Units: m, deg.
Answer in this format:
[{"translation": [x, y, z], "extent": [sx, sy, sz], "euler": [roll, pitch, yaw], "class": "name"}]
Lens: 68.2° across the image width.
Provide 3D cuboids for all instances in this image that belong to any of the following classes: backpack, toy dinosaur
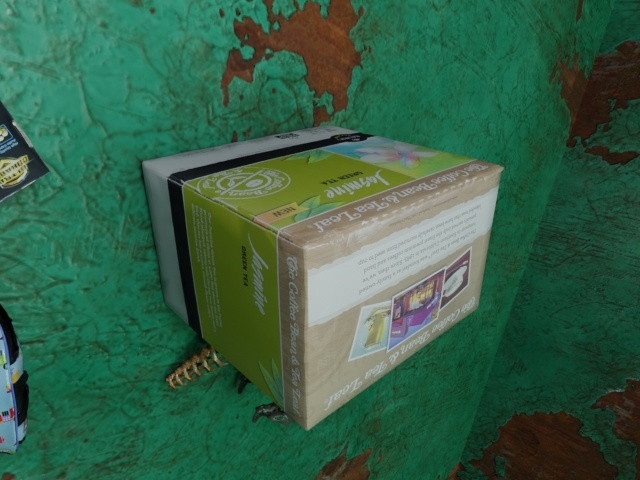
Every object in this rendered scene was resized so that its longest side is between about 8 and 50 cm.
[{"translation": [-0.336, 0.121, 0.419], "extent": [0.117, 0.173, 0.158], "euler": [-12, 116, -47], "class": "backpack"}, {"translation": [-0.076, 0.170, 0.778], "extent": [0.322, 0.164, 0.218], "euler": [-4, 119, -2], "class": "toy dinosaur"}]

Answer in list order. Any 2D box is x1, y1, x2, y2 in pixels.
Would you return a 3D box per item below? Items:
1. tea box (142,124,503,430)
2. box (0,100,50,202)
[{"translation": [0.000, 0.000, 0.622], "extent": [0.329, 0.323, 0.220], "euler": [-23, 125, -38], "class": "tea box"}, {"translation": [-0.365, -0.068, 0.373], "extent": [0.220, 0.051, 0.175], "euler": [-45, 147, -26], "class": "box"}]
